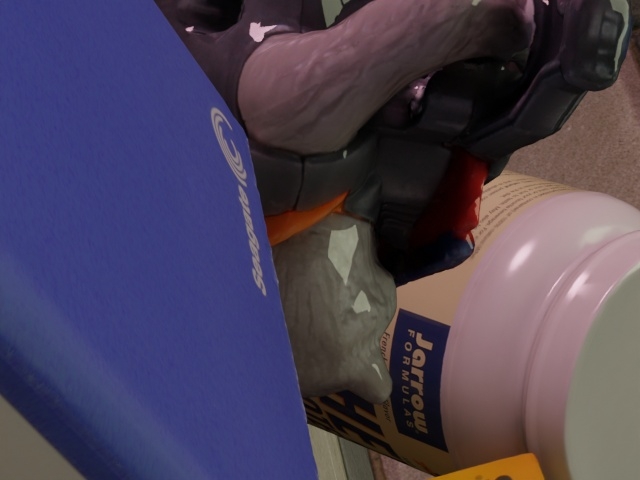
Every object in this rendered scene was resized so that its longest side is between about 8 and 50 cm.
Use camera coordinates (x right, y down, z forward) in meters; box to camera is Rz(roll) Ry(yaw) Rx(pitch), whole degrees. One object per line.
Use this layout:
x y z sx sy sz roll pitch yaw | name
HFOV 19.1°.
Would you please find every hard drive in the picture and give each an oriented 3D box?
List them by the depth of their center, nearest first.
-0.088 -0.051 0.418 0.319 0.040 0.210 55 16 -45 | hard drive

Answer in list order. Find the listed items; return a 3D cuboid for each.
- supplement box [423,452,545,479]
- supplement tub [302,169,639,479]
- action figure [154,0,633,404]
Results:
0.102 0.351 1.272 0.194 0.195 0.356 -102 176 -55 | supplement box
0.117 0.062 1.401 0.325 0.235 0.235 18 -46 44 | supplement tub
-0.037 -0.090 0.746 0.341 0.178 0.330 139 -55 -62 | action figure
